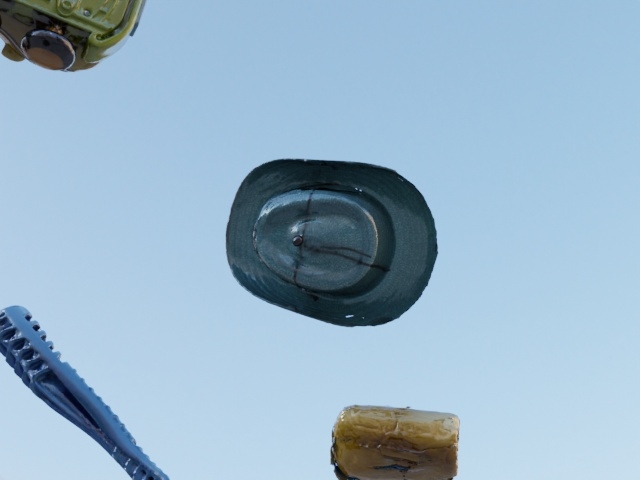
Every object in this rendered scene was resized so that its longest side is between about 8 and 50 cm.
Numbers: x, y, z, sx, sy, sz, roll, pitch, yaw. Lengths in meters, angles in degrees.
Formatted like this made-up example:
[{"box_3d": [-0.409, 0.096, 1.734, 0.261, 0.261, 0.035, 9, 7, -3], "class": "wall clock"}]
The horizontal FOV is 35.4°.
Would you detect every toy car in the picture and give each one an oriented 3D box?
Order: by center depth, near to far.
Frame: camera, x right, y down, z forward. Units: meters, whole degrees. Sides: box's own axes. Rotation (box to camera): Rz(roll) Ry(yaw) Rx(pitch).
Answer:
[{"box_3d": [-0.329, -0.285, 1.136, 0.248, 0.200, 0.142, 24, -26, -17], "class": "toy car"}]

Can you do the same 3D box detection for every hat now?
[{"box_3d": [0.000, 0.000, 0.836, 0.191, 0.138, 0.078, 9, 3, 14], "class": "hat"}]

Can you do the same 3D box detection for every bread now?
[{"box_3d": [0.061, 0.170, 0.822, 0.106, 0.053, 0.072, 2, -60, 5], "class": "bread"}]

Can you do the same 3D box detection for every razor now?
[{"box_3d": [-0.159, 0.134, 0.704, 0.042, 0.253, 0.082, -11, -46, -48], "class": "razor"}]
